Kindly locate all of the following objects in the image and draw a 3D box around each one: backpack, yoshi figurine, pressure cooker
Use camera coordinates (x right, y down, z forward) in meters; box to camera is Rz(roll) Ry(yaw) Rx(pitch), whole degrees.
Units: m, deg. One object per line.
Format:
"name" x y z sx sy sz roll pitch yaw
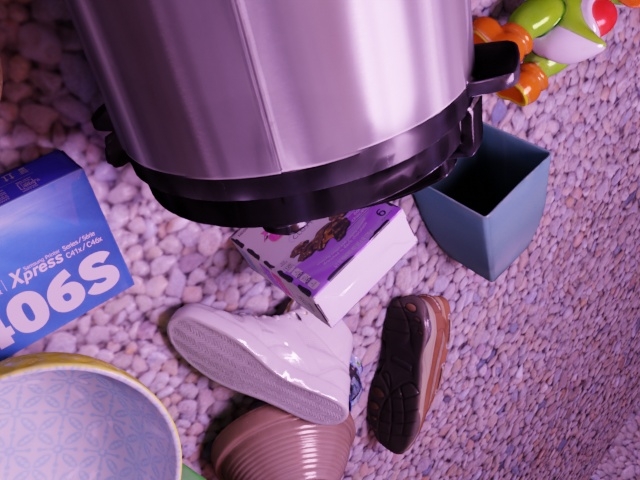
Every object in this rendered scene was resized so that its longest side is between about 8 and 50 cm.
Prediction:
"backpack" 0.022 0.230 1.127 0.084 0.105 0.114 -56 150 -33
"yoshi figurine" 0.403 -0.408 1.110 0.362 0.203 0.203 -41 94 2
"pressure cooker" -0.046 -0.208 0.643 0.375 0.370 0.421 -29 125 -22

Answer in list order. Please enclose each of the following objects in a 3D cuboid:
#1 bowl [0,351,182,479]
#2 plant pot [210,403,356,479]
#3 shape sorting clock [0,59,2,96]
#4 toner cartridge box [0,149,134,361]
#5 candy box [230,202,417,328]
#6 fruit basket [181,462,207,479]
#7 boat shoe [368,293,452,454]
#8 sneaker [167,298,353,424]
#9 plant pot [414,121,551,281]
"bowl" -0.315 0.240 0.745 0.289 0.156 0.290 -10 110 -29
"plant pot" -0.047 0.356 1.065 0.237 0.110 0.237 -12 137 -11
"shape sorting clock" -0.394 -0.150 0.598 0.206 0.040 0.206 -19 126 -29
"toner cartridge box" -0.383 0.058 0.696 0.347 0.075 0.165 -32 129 -24
"candy box" 0.000 0.000 0.915 0.165 0.196 0.070 -44 134 -15
"fruit basket" -0.318 0.476 0.867 0.392 0.282 0.392 -41 143 -40
"boat shoe" 0.183 0.249 1.268 0.119 0.122 0.324 -11 120 -41
"sneaker" -0.077 0.138 1.000 0.292 0.169 0.108 33 131 -19
"plant pot" 0.279 -0.051 1.169 0.165 0.165 0.234 -42 141 -17
